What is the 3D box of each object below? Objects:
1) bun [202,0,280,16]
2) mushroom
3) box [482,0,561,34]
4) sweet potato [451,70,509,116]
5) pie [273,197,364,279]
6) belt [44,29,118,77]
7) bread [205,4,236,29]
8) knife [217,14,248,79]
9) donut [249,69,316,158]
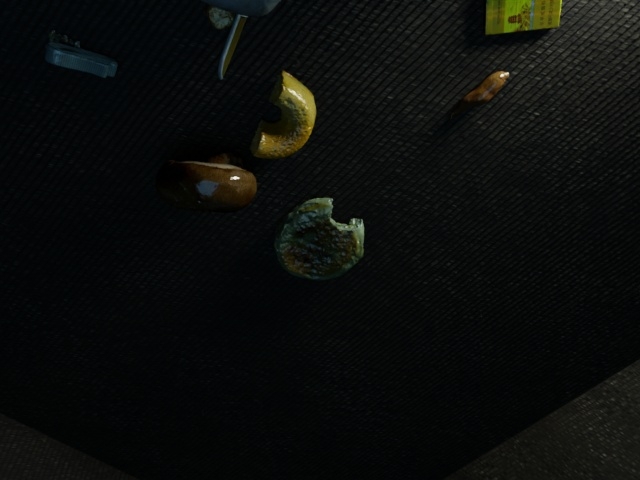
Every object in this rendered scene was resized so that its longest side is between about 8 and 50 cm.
[{"bbox_3d":[-0.178,-0.687,1.470,0.354,0.194,0.355,3,105,10],"label":"bun"},{"bbox_3d":[-0.317,-0.156,1.819,0.297,0.278,0.163,11,111,40],"label":"mushroom"},{"bbox_3d":[0.517,-0.599,1.660,0.193,0.030,0.122,-5,125,3],"label":"box"},{"bbox_3d":[0.436,-0.398,1.785,0.194,0.056,0.056,-34,119,25],"label":"sweet potato"},{"bbox_3d":[-0.005,0.006,2.046,0.302,0.067,0.303,0,124,0],"label":"pie"},{"bbox_3d":[-0.628,-0.481,1.703,0.179,0.100,0.065,13,124,-28],"label":"belt"},{"bbox_3d":[-0.252,-0.578,1.650,0.083,0.046,0.081,22,116,-14],"label":"bread"},{"bbox_3d":[-0.197,-0.567,1.646,0.027,0.061,0.343,27,111,4],"label":"knife"},{"bbox_3d":[-0.087,-0.327,1.804,0.152,0.101,0.259,15,119,-18],"label":"donut"}]
